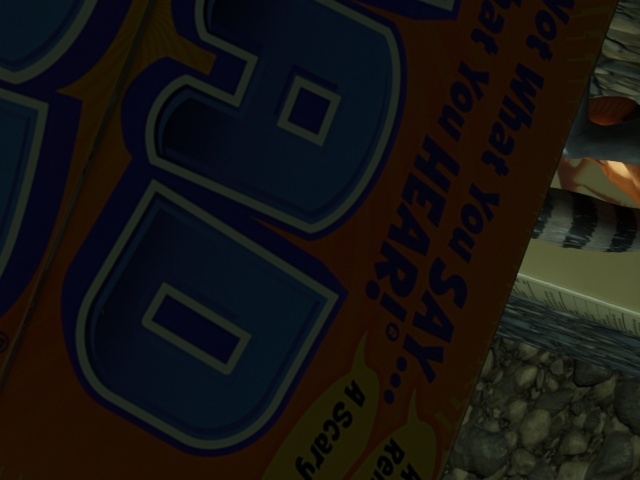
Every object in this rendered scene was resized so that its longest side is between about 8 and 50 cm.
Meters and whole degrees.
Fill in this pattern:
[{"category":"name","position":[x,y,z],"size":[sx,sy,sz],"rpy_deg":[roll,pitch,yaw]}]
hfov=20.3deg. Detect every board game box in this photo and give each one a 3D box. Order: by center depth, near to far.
[{"category":"board game box","position":[-0.127,-0.087,0.800],"size":[0.356,0.356,0.356],"rpy_deg":[23,174,-22]}]

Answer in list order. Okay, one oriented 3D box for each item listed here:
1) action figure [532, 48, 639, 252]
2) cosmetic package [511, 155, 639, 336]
[{"category":"action figure","position":[0.241,-0.011,1.173],"size":[0.330,0.178,0.341],"rpy_deg":[32,169,-14]},{"category":"cosmetic package","position":[0.281,0.013,1.430],"size":[0.296,0.129,0.153],"rpy_deg":[19,175,12]}]
